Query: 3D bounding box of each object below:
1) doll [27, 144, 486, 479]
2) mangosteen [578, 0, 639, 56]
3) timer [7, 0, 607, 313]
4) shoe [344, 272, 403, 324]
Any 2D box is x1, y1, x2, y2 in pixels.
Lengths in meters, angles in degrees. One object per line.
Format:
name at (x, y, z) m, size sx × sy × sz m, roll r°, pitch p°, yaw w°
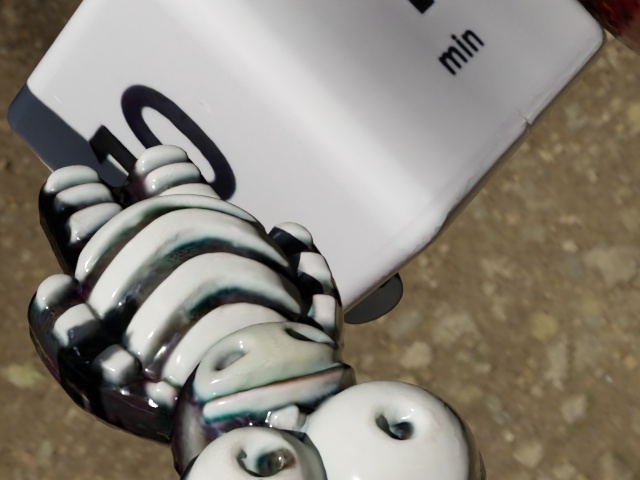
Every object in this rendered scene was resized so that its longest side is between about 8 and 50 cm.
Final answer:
doll at (-0.018, 0.046, 0.494) m, size 0.091 × 0.067 × 0.219 m, roll -13°, pitch 45°, yaw -24°
mangosteen at (0.251, -0.210, 0.803) m, size 0.306 × 0.359 × 0.306 m, roll 11°, pitch 106°, yaw 43°
timer at (-0.008, -0.082, 0.922) m, size 0.194 × 0.195 × 0.192 m, roll -47°, pitch 4°, yaw -37°
shoe at (0.000, 0.000, 1.122) m, size 0.071 × 0.179 × 0.049 m, roll -30°, pitch 38°, yaw 10°
